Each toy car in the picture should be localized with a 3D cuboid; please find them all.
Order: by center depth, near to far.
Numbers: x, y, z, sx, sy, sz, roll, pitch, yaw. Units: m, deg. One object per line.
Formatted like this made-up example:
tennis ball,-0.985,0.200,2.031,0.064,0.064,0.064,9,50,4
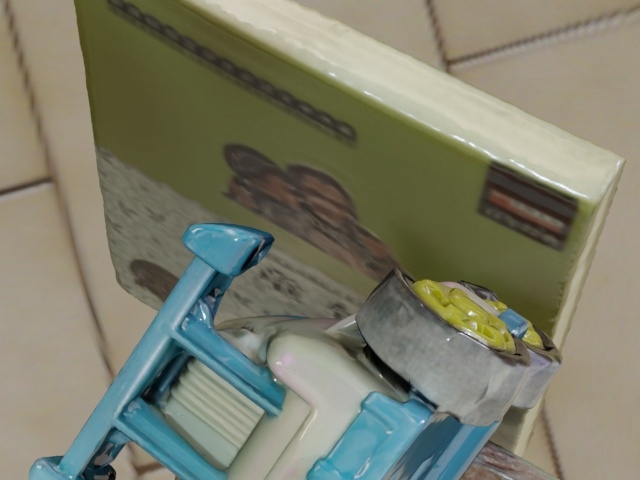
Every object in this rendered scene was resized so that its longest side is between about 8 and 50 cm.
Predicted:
toy car,0.000,0.049,0.585,0.098,0.161,0.126,37,105,10

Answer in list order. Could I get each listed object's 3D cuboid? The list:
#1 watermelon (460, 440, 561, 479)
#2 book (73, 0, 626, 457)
watermelon,0.055,0.113,0.920,0.180,0.094,0.081,15,71,4
book,0.000,0.000,0.903,0.239,0.352,0.035,27,68,10
